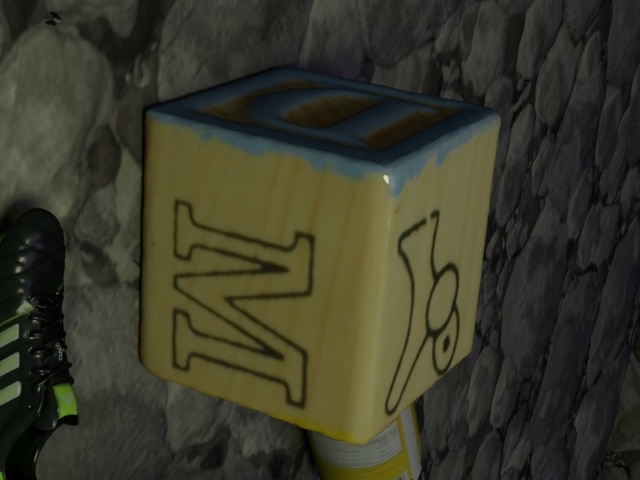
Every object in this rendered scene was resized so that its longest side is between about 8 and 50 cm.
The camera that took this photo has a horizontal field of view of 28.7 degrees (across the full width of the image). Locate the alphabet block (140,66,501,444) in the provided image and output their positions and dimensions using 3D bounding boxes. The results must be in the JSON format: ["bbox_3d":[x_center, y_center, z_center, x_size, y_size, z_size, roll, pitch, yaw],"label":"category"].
[{"bbox_3d":[0.000,0.000,0.895,0.192,0.193,0.197,-27,127,-54],"label":"alphabet block"}]

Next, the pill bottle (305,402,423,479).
[{"bbox_3d":[0.034,0.154,1.141,0.103,0.103,0.184,-54,147,-35],"label":"pill bottle"}]

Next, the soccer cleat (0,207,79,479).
[{"bbox_3d":[-0.170,0.071,0.738,0.060,0.072,0.179,3,101,-63],"label":"soccer cleat"}]
